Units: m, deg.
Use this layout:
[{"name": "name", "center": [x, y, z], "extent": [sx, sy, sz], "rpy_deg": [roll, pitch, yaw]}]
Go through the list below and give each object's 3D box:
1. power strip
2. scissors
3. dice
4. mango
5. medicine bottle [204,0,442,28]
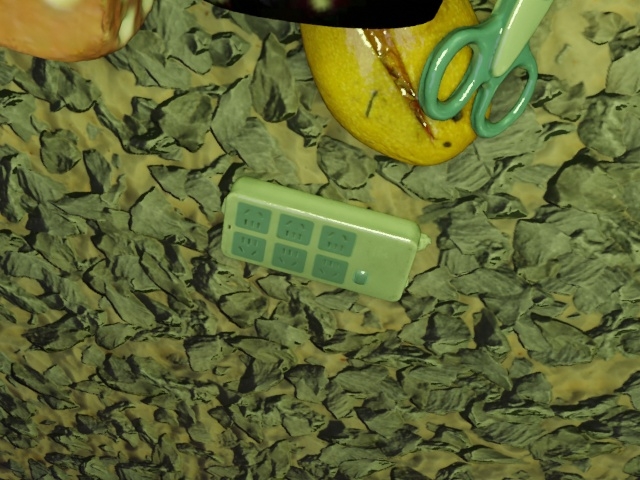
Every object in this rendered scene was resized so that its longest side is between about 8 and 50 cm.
[{"name": "power strip", "center": [0.000, 0.000, 1.134], "extent": [0.271, 0.046, 0.118], "rpy_deg": [15, 132, 2]}, {"name": "scissors", "center": [0.192, -0.231, 0.817], "extent": [0.138, 0.041, 0.289], "rpy_deg": [13, 111, -36]}, {"name": "dice", "center": [-0.257, -0.289, 0.872], "extent": [0.179, 0.174, 0.175], "rpy_deg": [20, 131, 0]}, {"name": "mango", "center": [0.065, -0.198, 0.890], "extent": [0.177, 0.120, 0.295], "rpy_deg": [-24, 122, 23]}, {"name": "medicine bottle", "center": [0.003, -0.369, 0.645], "extent": [0.243, 0.242, 0.394], "rpy_deg": [7, 116, 10]}]
